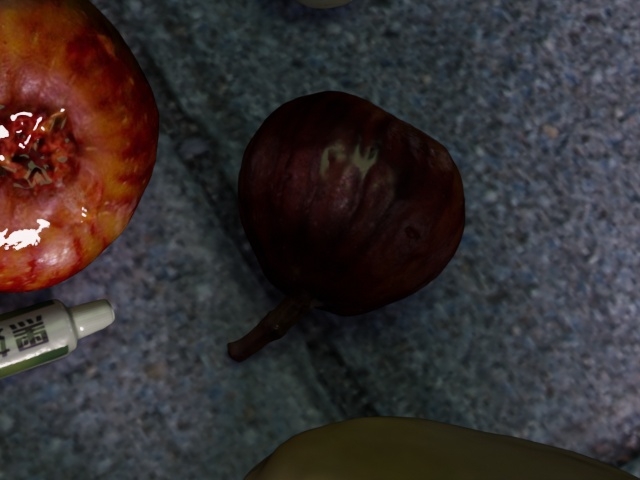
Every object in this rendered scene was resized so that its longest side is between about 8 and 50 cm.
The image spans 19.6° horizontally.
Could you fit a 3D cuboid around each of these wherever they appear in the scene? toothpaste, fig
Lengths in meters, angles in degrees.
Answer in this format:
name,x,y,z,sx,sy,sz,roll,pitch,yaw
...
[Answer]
name,x,y,z,sx,sy,sz,roll,pitch,yaw
toothpaste,-0.205,0.068,0.967,0.204,0.031,0.049,-18,67,-17
fig,-0.180,-0.064,0.990,0.175,0.207,0.175,-3,98,-23
fig,0.002,-0.017,1.005,0.150,0.128,0.128,-24,69,-16

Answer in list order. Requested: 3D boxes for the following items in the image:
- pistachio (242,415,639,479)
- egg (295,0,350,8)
name,x,y,z,sx,sy,sz,roll,pitch,yaw
pistachio,0.085,0.189,0.863,0.288,0.166,0.197,14,51,27
egg,-0.006,-0.180,1.116,0.071,0.071,0.083,-21,56,-21
